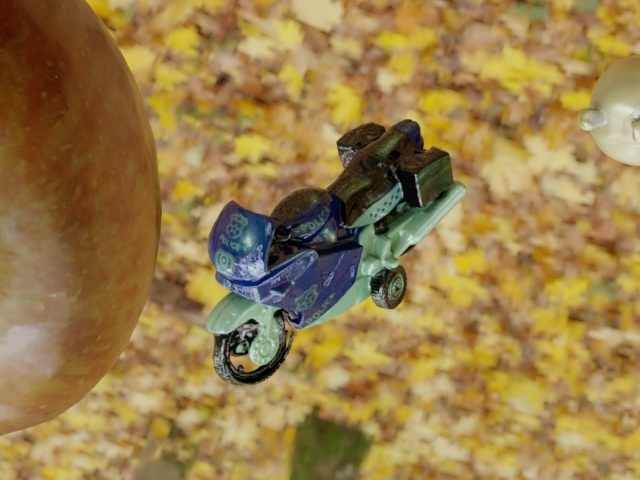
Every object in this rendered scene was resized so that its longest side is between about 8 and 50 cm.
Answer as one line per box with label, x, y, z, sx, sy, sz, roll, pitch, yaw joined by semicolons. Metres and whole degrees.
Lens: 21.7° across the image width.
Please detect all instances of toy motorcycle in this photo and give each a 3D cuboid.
toy motorcycle;0.000;0.000;1.708;0.125;0.331;0.196;26;146;39

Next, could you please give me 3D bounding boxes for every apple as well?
apple;-0.232;-0.020;1.000;0.277;0.250;0.309;-29;126;20

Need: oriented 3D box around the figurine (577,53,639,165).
figurine;0.397;-0.189;1.785;0.227;0.394;0.274;18;119;33
